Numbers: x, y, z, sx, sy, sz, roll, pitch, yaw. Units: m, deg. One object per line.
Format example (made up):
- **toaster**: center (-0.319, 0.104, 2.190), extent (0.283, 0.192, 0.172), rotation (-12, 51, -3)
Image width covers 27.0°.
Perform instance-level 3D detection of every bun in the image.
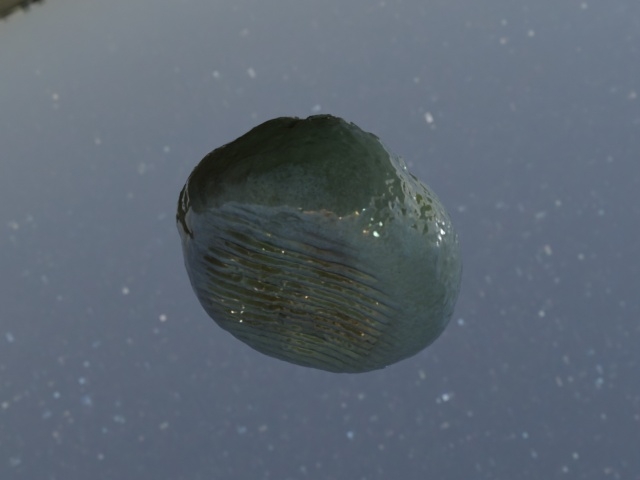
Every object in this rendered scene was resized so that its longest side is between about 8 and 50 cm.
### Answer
- **bun**: center (0.000, 0.000, 1.566), extent (0.362, 0.362, 0.211), rotation (-14, -142, 36)
